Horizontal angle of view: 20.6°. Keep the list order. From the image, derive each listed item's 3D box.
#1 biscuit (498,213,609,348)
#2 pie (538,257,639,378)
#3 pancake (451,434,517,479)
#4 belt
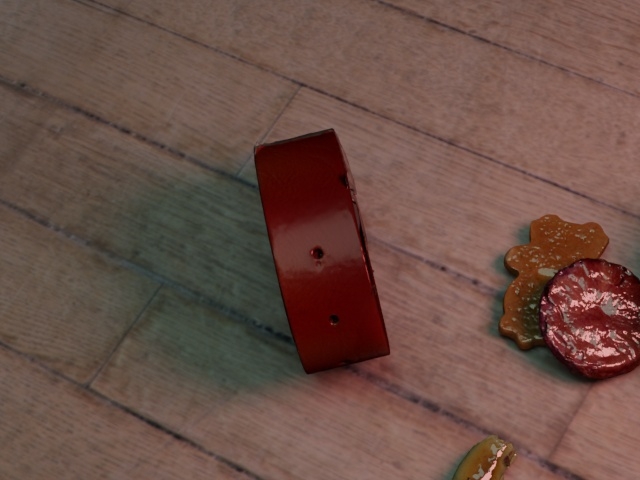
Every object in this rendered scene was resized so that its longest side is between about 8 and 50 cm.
[{"bbox_3d":[0.288,0.051,2.147,0.133,0.027,0.184,3,61,9],"label":"biscuit"},{"bbox_3d":[0.329,0.092,2.085,0.154,0.036,0.154,2,68,-5],"label":"pie"},{"bbox_3d":[0.215,0.382,1.934,0.197,0.054,0.377,-16,57,1],"label":"pancake"},{"bbox_3d":[0.000,0.000,2.124,0.115,0.227,0.324,-14,57,1],"label":"belt"}]
